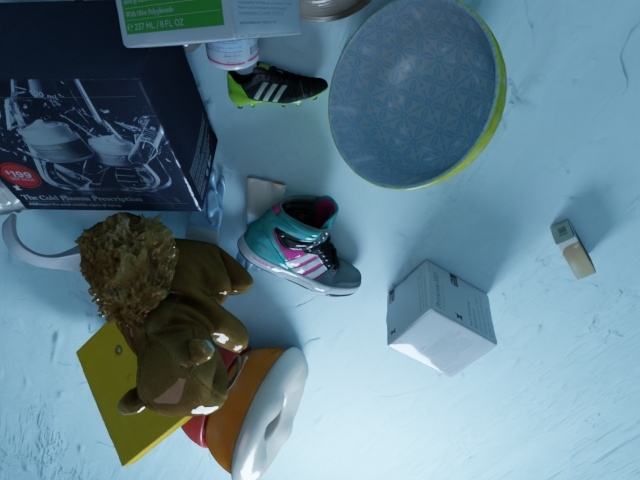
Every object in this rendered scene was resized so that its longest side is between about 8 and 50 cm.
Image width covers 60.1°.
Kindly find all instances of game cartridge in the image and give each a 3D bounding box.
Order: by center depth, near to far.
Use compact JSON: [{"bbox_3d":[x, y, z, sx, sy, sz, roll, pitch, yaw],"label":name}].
[{"bbox_3d":[-0.439,0.328,1.333,0.285,0.323,0.053,-40,159,20],"label":"game cartridge"}]

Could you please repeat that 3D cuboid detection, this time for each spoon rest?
[{"bbox_3d":[-0.542,0.028,1.201,0.276,0.084,0.137,22,140,-38],"label":"spoon rest"}]

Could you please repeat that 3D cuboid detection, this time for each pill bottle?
[{"bbox_3d":[-0.143,-0.356,0.860,0.087,0.087,0.160,4,137,3],"label":"pill bottle"}]

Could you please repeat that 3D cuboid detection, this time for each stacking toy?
[{"bbox_3d":[-0.301,0.366,1.412,0.480,0.350,0.350,20,132,15],"label":"stacking toy"}]

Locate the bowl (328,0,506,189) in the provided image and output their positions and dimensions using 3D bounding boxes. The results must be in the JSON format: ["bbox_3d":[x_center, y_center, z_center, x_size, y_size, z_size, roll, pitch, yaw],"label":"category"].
[{"bbox_3d":[0.171,-0.221,0.881,0.289,0.289,0.156,-40,159,32],"label":"bowl"}]

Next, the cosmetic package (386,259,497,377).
[{"bbox_3d":[0.261,0.174,1.221,0.184,0.151,0.151,29,127,-18],"label":"cosmetic package"}]

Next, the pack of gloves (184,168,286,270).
[{"bbox_3d":[-0.186,-0.044,1.178,0.195,0.046,0.232,12,120,-2],"label":"pack of gloves"}]

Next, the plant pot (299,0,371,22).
[{"bbox_3d":[-0.006,-0.422,0.787,0.237,0.110,0.237,3,129,4],"label":"plant pot"}]

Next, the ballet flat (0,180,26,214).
[{"bbox_3d":[-0.719,-0.099,1.129,0.409,0.147,0.147,1,130,6],"label":"ballet flat"}]

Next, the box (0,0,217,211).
[{"bbox_3d":[-0.383,-0.206,0.913,0.343,0.179,0.312,1,147,7],"label":"box"}]

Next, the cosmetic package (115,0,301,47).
[{"bbox_3d":[-0.151,-0.432,0.667,0.197,0.155,0.365,6,113,31],"label":"cosmetic package"}]

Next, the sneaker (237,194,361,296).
[{"bbox_3d":[0.000,0.000,1.136,0.295,0.124,0.178,22,124,-29],"label":"sneaker"}]

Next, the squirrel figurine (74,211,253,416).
[{"bbox_3d":[-0.302,0.136,1.012,0.281,0.370,0.397,-31,120,5],"label":"squirrel figurine"}]

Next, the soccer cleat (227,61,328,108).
[{"bbox_3d":[-0.077,-0.271,0.954,0.179,0.060,0.072,-2,128,12],"label":"soccer cleat"}]

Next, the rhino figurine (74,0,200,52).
[{"bbox_3d":[-0.304,-0.356,0.902,0.243,0.073,0.106,0,127,7],"label":"rhino figurine"}]

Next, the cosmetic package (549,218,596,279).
[{"bbox_3d":[0.512,0.019,1.121,0.041,0.060,0.115,-27,123,26],"label":"cosmetic package"}]
